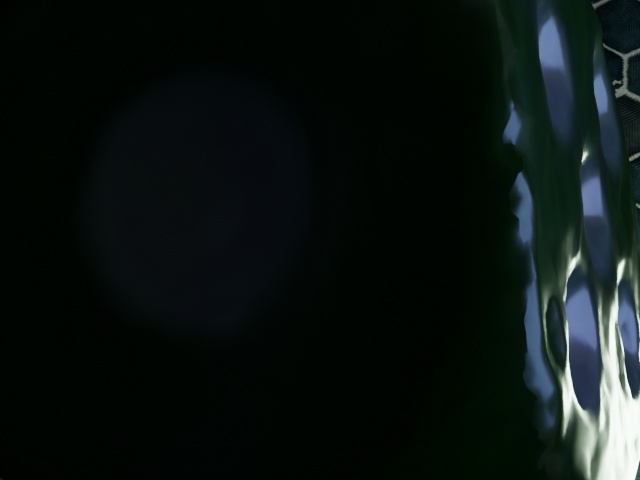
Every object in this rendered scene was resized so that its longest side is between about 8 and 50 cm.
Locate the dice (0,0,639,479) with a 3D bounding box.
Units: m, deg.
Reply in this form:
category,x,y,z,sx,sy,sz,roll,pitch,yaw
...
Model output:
category,x,y,z,sx,sy,sz,roll,pitch,yaw
dice,0.000,0.000,0.709,0.300,0.297,0.287,13,74,-66
